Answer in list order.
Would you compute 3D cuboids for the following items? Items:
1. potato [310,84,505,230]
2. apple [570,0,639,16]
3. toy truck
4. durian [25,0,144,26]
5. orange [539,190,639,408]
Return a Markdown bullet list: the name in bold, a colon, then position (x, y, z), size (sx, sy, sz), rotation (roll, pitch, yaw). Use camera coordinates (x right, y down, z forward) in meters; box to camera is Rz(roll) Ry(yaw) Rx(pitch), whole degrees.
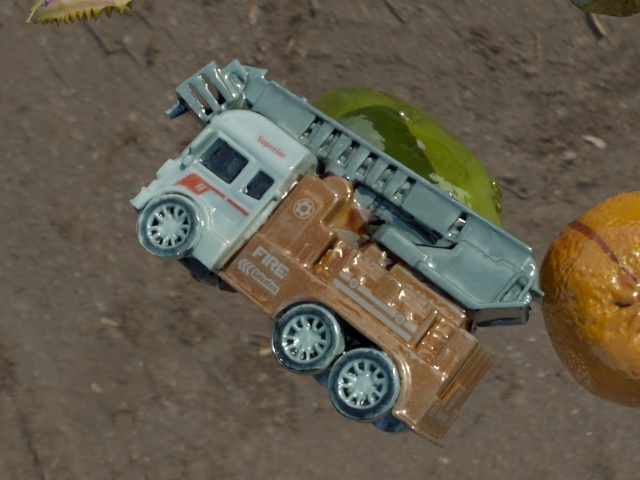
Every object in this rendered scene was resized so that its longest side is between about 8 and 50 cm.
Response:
- **potato**: position (0.071, -0.033, 1.190), size (0.253, 0.186, 0.148), rotation (57, 143, 24)
- **apple**: position (0.271, -0.285, 1.115), size (0.158, 0.156, 0.147), rotation (-14, 67, 35)
- **toy truck**: position (0.000, 0.000, 1.000), size (0.338, 0.133, 0.184), rotation (38, 88, 20)
- **durian**: position (-0.212, -0.303, 1.212), size (0.165, 0.132, 0.182), rotation (-7, 98, 13)
- **orange**: position (0.281, 0.051, 1.085), size (0.193, 0.161, 0.193), rotation (-4, 69, 11)
